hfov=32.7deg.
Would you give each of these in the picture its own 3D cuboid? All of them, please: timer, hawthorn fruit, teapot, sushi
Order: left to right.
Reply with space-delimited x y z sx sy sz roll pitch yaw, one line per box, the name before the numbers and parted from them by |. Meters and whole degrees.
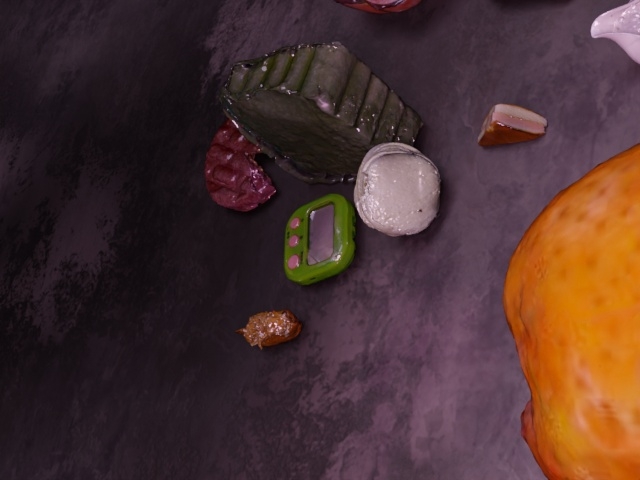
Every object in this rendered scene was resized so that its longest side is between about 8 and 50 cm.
sushi | -0.080 0.133 1.685 0.118 0.060 0.061 -29 54 27
timer | 0.000 0.000 1.707 0.128 0.047 0.140 -22 52 33
teapot | 0.477 -0.292 1.429 0.226 0.092 0.145 -21 55 30
hawthorn fruit | 0.401 0.102 1.023 0.472 0.472 0.471 -22 52 31

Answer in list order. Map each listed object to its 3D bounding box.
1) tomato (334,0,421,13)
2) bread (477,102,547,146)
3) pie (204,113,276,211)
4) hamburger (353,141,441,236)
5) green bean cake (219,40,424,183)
tomato | 0.122 -0.473 1.835 0.228 0.112 0.199 24 98 38
bread | 0.265 -0.169 1.566 0.109 0.062 0.043 -5 61 37
pie | -0.118 -0.156 1.908 0.218 0.054 0.204 -51 43 7
hamburger | 0.115 -0.073 1.592 0.140 0.133 0.062 -70 17 -8
green bean cake | -0.002 -0.198 1.685 0.241 0.255 0.132 1 63 47
